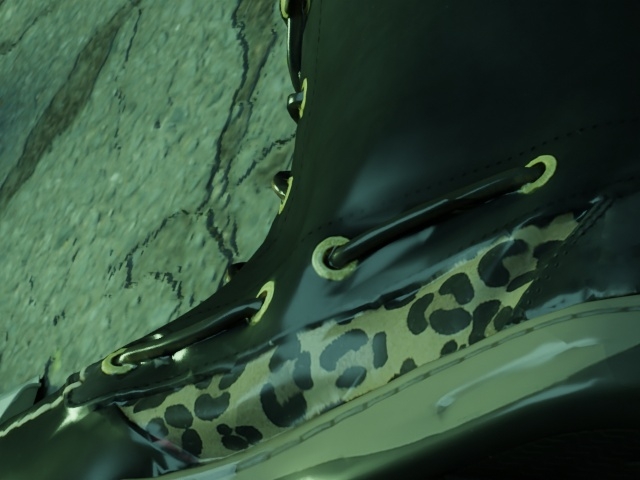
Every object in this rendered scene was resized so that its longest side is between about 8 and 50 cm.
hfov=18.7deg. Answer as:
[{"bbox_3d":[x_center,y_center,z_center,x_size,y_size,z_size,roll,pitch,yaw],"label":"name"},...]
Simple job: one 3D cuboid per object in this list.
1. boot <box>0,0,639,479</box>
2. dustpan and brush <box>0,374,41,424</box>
[{"bbox_3d":[0.000,0.000,0.732,0.377,0.138,0.284,-23,47,38],"label":"boot"},{"bbox_3d":[-0.223,0.165,0.974,0.147,0.060,0.211,-25,44,42],"label":"dustpan and brush"}]
